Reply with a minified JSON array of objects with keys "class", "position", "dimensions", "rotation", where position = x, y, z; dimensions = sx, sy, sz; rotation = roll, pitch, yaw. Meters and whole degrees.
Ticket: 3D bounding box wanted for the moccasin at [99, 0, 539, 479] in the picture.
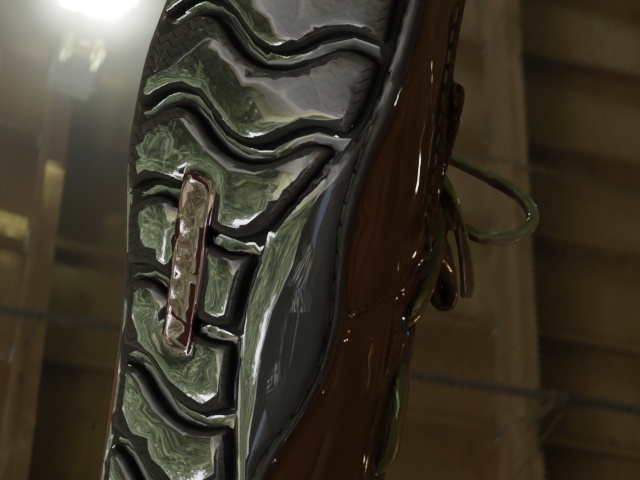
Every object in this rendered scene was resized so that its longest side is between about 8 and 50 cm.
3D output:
[{"class":"moccasin","position":[0.003,0.001,0.723],"dimensions":[0.139,0.380,0.147],"rotation":[14,-168,35]}]
